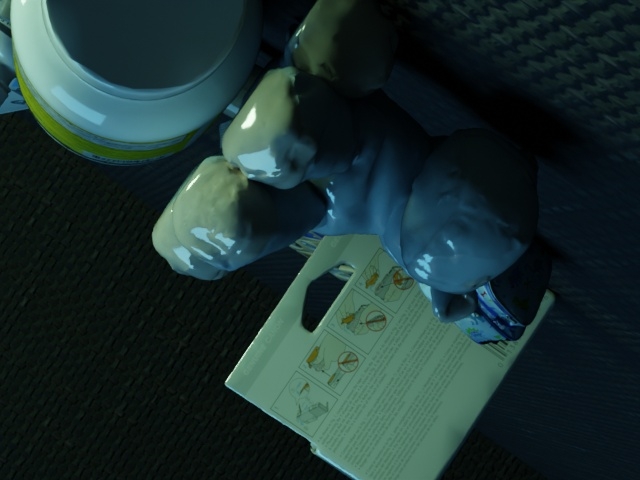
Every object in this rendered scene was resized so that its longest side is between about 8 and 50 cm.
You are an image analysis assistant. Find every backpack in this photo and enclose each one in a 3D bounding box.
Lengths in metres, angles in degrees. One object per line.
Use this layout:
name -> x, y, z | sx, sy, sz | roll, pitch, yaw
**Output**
backpack -> 0.155, 0.029, 1.806 | 0.114, 0.105, 0.084 | 38, 150, -25

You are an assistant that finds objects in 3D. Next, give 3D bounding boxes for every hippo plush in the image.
hippo plush -> 0.031, -0.025, 1.433 | 0.236, 0.234, 0.294 | 35, 173, -6

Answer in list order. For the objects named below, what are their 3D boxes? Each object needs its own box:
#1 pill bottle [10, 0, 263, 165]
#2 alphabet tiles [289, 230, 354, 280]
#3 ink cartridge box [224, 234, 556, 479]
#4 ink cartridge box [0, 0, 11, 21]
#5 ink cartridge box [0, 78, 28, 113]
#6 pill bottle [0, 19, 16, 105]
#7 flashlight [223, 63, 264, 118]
pill bottle -> -0.143, -0.162, 1.486 | 0.188, 0.188, 0.334 | 35, 173, -6
alphabet tiles -> 0.000, 0.000, 2.139 | 0.237, 0.009, 0.198 | 33, 167, -33
ink cartridge box -> 0.071, 0.106, 1.992 | 0.239, 0.275, 0.060 | 35, 174, -3
ink cartridge box -> -0.273, -0.247, 1.693 | 0.061, 0.104, 0.181 | 24, -177, 7
ink cartridge box -> -0.372, -0.219, 2.030 | 0.296, 0.066, 0.261 | -9, 155, 22
pill bottle -> -0.293, -0.216, 1.845 | 0.108, 0.180, 0.108 | 34, 174, 4
flashlight -> -0.094, -0.148, 1.773 | 0.304, 0.103, 0.103 | 29, 136, 5
